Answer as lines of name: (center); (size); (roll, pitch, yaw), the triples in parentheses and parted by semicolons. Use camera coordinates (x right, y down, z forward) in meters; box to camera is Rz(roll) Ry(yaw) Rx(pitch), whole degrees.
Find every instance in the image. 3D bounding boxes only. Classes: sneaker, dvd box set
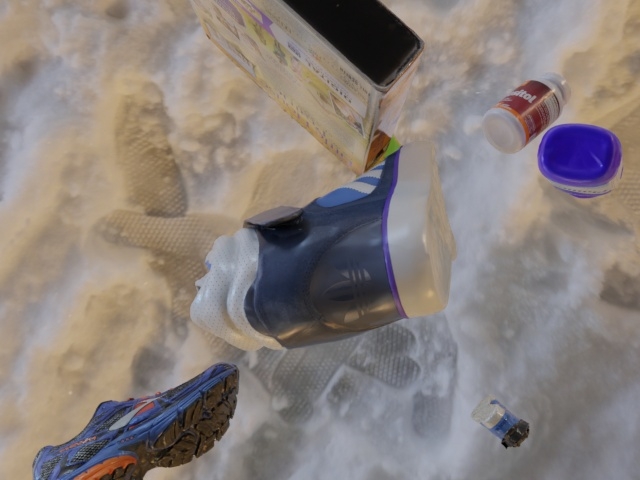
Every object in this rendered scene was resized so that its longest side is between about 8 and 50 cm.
sneaker: (-0.167, 0.173, 0.661); (0.087, 0.221, 0.083); (34, 136, 32)
sneaker: (0.315, 0.318, 1.230); (0.085, 0.152, 0.058); (41, 87, 5)
sneaker: (0.000, 0.001, 0.672); (0.237, 0.323, 0.130); (-11, 105, 15)
dvd box set: (-0.037, -0.223, 0.784); (0.308, 0.420, 0.062); (44, 87, 5)

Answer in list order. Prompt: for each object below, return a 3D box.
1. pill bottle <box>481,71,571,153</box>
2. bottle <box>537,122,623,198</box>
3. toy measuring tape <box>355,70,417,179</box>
pill bottle: (0.350, -0.218, 1.191); (0.152, 0.086, 0.086); (-38, 95, -23)
bottle: (0.423, -0.120, 1.141); (0.118, 0.283, 0.092); (11, 92, 23)
toy measuring tape: (0.132, -0.136, 1.156); (0.122, 0.121, 0.330); (23, 144, 3)
